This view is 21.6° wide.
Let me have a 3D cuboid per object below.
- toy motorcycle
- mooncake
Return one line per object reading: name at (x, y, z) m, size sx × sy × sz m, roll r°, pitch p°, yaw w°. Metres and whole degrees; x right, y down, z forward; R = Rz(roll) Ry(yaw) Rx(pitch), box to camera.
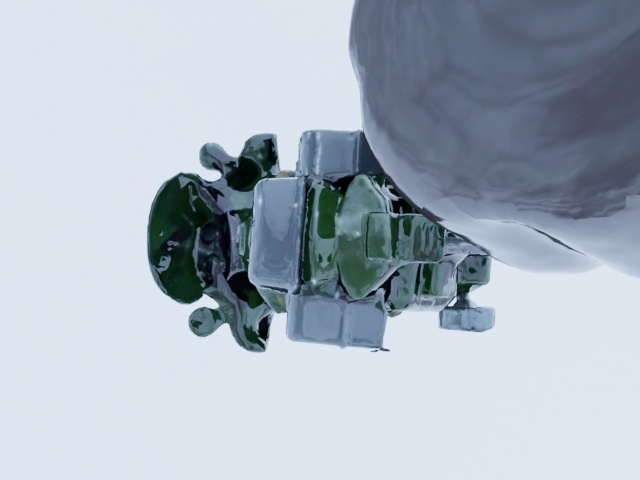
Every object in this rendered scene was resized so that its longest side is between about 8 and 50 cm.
toy motorcycle at (0.000, 0.000, 0.876) m, size 0.187 × 0.124 × 0.275 m, roll 2°, pitch 178°, yaw -3°
mooncake at (0.128, -0.096, 0.676) m, size 0.133 × 0.245 × 0.245 m, roll 28°, pitch -151°, yaw -48°
